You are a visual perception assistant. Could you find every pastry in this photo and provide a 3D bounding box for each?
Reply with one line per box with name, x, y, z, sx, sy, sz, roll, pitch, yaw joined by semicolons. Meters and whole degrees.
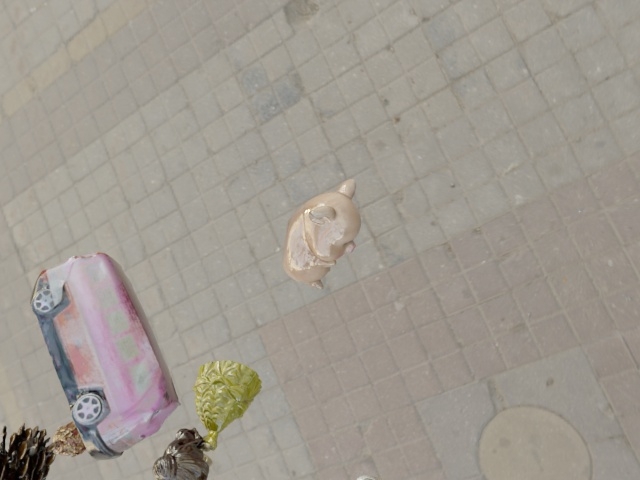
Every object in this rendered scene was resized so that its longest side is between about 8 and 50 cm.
pastry;-0.485;0.398;1.204;0.087;0.169;0.063;32;119;23

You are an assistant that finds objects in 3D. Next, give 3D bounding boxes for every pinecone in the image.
pinecone;-0.574;0.406;1.005;0.163;0.165;0.163;-36;41;39

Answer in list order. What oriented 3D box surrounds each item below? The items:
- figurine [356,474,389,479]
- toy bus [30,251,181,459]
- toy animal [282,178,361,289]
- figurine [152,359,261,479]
figurine;0.068;0.547;1.036;0.145;0.145;0.222;19;75;23
toy bus;-0.331;0.169;0.867;0.147;0.127;0.303;-27;72;-12
toy animal;-0.003;-0.009;1.258;0.154;0.166;0.250;28;130;-10
figurine;-0.275;0.465;1.357;0.187;0.315;0.168;-3;131;22
